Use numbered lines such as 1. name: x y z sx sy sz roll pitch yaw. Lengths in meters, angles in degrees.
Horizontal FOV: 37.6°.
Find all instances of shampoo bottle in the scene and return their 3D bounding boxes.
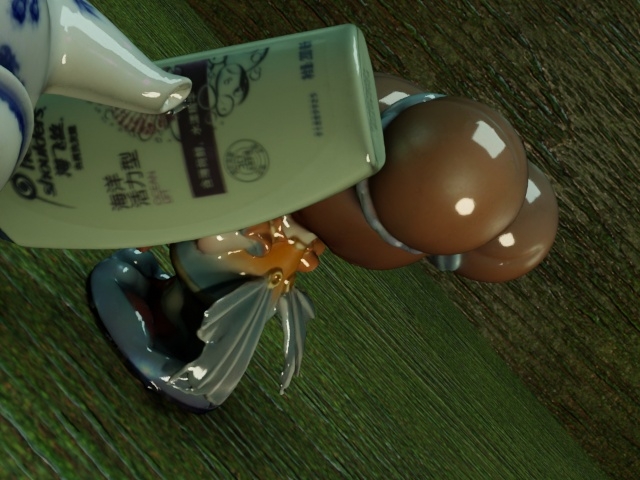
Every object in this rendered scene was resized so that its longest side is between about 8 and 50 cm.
1. shampoo bottle: -0.135 -0.062 0.704 0.078 0.359 0.134 -27 108 -78

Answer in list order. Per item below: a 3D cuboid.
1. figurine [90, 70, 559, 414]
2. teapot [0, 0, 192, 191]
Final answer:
1. figurine: -0.001 -0.001 0.858 0.248 0.388 0.276 55 12 20
2. teapot: -0.264 -0.087 0.520 0.424 0.252 0.280 -18 63 -42
